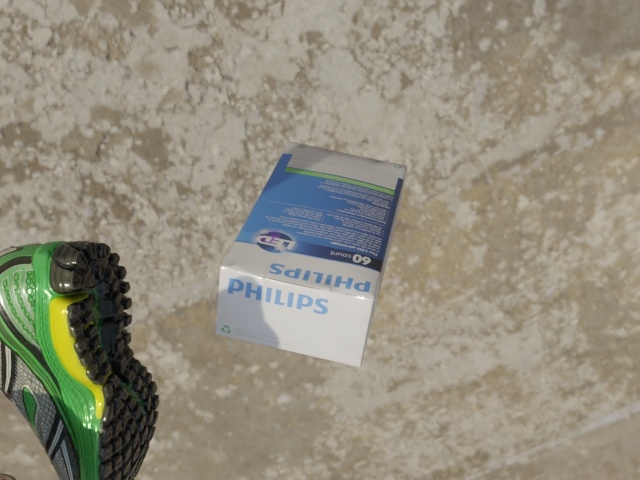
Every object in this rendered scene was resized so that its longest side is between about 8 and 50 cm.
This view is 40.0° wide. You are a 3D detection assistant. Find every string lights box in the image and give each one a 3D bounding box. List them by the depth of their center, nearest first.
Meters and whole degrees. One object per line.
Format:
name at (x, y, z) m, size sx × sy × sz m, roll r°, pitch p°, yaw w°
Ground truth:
string lights box at (0.000, 0.000, 0.841) m, size 0.133 × 0.259 × 0.076 m, roll 13°, pitch 122°, yaw 6°

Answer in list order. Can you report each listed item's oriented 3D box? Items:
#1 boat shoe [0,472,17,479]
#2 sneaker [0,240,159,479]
boat shoe at (-0.402, 0.233, 0.692) m, size 0.324 × 0.116 × 0.096 m, roll 10°, pitch 104°, yaw -33°
sneaker at (-0.266, 0.148, 0.926) m, size 0.146 × 0.134 × 0.343 m, roll 4°, pitch 118°, yaw 17°
